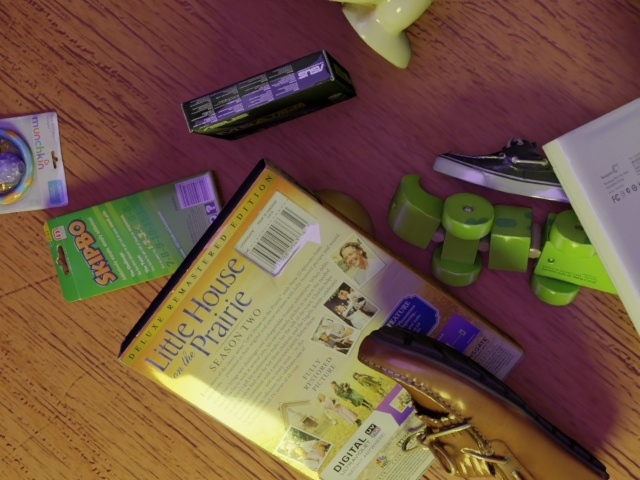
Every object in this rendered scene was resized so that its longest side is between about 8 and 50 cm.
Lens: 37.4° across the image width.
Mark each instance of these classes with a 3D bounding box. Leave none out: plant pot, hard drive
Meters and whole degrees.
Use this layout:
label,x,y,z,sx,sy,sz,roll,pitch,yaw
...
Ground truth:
label,x,y,z,sx,sy,sz,roll,pitch,yaw
plant pot,0.000,0.000,1.252,0.134,0.095,0.134,1,94,11
hard drive,0.416,-0.017,1.149,0.203,0.040,0.307,-26,88,-27

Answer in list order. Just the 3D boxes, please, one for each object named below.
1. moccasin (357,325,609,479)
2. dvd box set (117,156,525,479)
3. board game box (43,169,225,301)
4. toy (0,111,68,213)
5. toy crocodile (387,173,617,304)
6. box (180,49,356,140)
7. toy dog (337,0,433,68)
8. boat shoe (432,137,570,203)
label,x,y,z,sx,sy,sz,roll,pitch,yaw
moccasin,0.186,0.237,1.161,0.380,0.139,0.147,39,90,-27
dvd box set,0.005,0.137,1.202,0.420,0.062,0.307,35,100,-15
board game box,-0.254,-0.004,1.329,0.260,0.039,0.124,-16,90,8
toy,-0.490,-0.103,1.355,0.237,0.056,0.136,-6,93,11
toy crocodile,0.252,-0.002,1.208,0.341,0.105,0.115,11,134,7
box,-0.060,-0.180,1.207,0.191,0.184,0.045,-18,91,10
toy dog,0.121,-0.457,1.067,0.408,0.395,0.284,-40,74,16
boat shoe,0.256,-0.094,1.214,0.219,0.078,0.070,11,96,1
